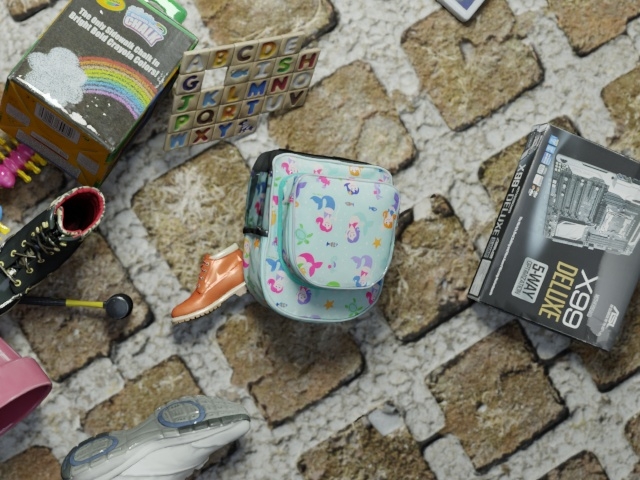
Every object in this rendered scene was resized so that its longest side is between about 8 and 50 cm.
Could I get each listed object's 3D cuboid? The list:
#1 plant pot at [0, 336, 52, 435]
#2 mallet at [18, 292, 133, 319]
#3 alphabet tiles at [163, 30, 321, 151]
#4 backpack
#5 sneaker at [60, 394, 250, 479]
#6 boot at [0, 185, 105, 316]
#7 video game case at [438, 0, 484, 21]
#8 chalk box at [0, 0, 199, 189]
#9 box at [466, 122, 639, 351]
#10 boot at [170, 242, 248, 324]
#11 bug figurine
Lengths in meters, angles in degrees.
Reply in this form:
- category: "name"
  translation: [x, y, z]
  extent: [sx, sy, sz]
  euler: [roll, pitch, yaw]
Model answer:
- category: "plant pot"
  translation: [-0.526, 0.200, 1.658]
  extent: [0.201, 0.201, 0.180]
  euler: [-37, 83, -5]
- category: "mallet"
  translation: [-0.381, 0.096, 1.749]
  extent: [0.190, 0.062, 0.039]
  euler: [4, 91, 6]
- category: "alphabet tiles"
  translation: [-0.114, -0.225, 1.697]
  extent: [0.237, 0.198, 0.009]
  euler: [-16, 57, -29]
- category: "backpack"
  translation: [0.000, 0.000, 1.722]
  extent: [0.225, 0.191, 0.253]
  euler: [7, 97, -24]
- category: "sneaker"
  translation: [-0.245, 0.335, 1.758]
  extent: [0.297, 0.111, 0.129]
  euler: [-21, 112, -3]
- category: "boot"
  translation: [-0.416, 0.018, 1.622]
  extent: [0.085, 0.178, 0.236]
  euler: [49, 55, -6]
- category: "video game case"
  translation: [0.201, -0.567, 1.799]
  extent: [0.329, 0.036, 0.300]
  euler: [40, 87, -10]
- category: "chalk box"
  translation: [-0.307, -0.252, 1.645]
  extent: [0.180, 0.179, 0.289]
  euler: [36, 64, -7]
- category: "box"
  translation: [0.406, -0.003, 1.839]
  extent: [0.242, 0.076, 0.307]
  euler: [22, 89, -10]
- category: "boot"
  translation: [-0.176, 0.069, 1.767]
  extent: [0.158, 0.059, 0.084]
  euler: [-32, 94, -14]
- category: "bug figurine"
  translation: [-0.537, -0.117, 1.681]
  extent: [0.216, 0.072, 0.279]
  euler: [-44, 87, -12]
